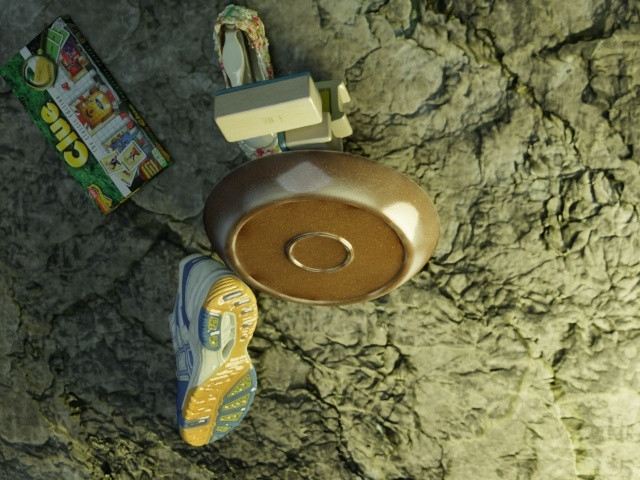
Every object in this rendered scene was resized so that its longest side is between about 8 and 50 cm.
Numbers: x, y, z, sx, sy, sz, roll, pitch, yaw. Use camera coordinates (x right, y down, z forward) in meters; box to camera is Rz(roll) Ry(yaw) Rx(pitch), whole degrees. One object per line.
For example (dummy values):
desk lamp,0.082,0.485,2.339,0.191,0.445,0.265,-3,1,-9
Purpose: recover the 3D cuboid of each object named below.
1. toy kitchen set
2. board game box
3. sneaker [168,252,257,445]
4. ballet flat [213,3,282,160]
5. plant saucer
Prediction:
toy kitchen set,-0.043,-0.171,1.670,0.122,0.207,0.166,-11,56,13
board game box,-0.336,-0.177,1.884,0.136,0.030,0.260,-36,91,24
sneaker,-0.161,0.152,1.882,0.131,0.111,0.296,45,133,43
ballet flat,-0.099,-0.197,1.780,0.091,0.077,0.241,-14,99,19
plant saucer,0.000,0.000,1.711,0.310,0.050,0.311,2,144,2
